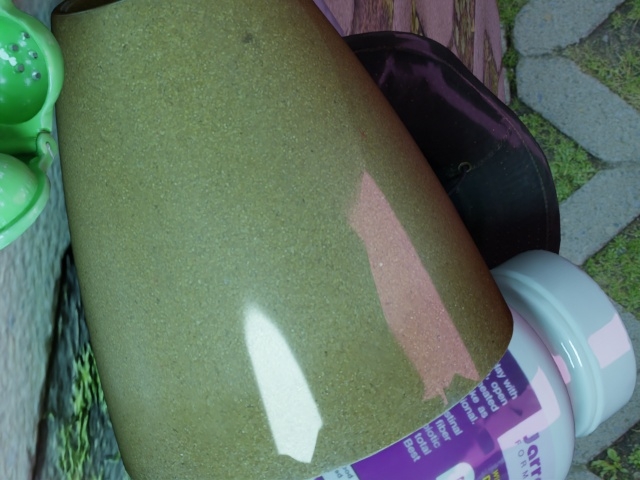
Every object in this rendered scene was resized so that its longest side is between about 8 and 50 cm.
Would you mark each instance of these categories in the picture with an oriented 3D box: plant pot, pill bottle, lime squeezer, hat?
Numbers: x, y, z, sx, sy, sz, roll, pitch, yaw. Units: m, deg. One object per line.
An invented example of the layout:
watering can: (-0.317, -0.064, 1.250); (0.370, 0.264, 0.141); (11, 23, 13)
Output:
plant pot: (-0.045, -0.030, 0.931); (0.237, 0.237, 0.254); (-63, 135, -66)
pill bottle: (0.051, 0.126, 1.064); (0.301, 0.169, 0.169); (-30, 129, -26)
lime squeezer: (-0.154, -0.048, 0.750); (0.110, 0.059, 0.310); (41, 50, -74)
hat: (0.000, 0.000, 1.172); (0.134, 0.331, 0.331); (33, -41, 51)

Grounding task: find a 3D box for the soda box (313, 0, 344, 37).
soda box: (-0.039, -0.155, 1.244); (0.216, 0.074, 0.069); (41, 49, -73)
